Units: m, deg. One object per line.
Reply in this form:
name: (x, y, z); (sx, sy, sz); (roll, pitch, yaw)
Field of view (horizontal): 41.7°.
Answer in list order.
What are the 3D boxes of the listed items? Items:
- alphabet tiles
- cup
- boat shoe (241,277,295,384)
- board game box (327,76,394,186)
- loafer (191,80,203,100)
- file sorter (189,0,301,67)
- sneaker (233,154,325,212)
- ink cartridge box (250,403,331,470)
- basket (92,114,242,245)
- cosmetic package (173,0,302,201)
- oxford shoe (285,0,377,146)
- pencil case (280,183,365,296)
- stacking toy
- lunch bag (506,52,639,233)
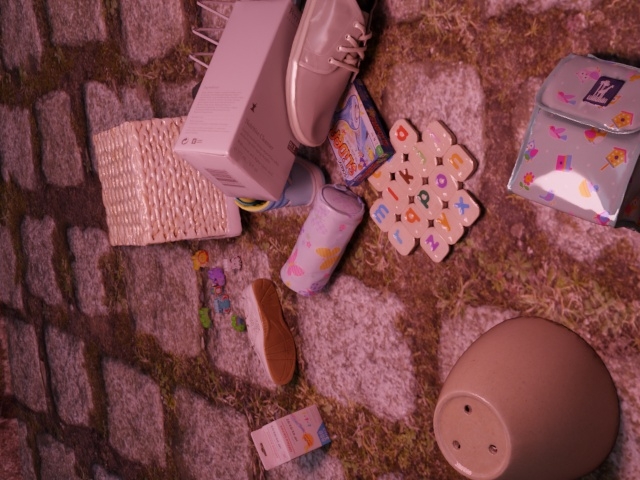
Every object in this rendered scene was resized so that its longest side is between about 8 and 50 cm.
alphabet tiles: (0.212, -0.106, 1.769); (0.278, 0.021, 0.284); (53, 131, 23)
cup: (0.349, 0.328, 1.572); (0.331, 0.237, 0.331); (12, 107, 43)
boat shoe: (-0.140, 0.240, 2.162); (0.096, 0.098, 0.277); (-28, 70, 46)
board game box: (0.074, -0.239, 1.851); (0.136, 0.035, 0.201); (-43, 61, 42)
loafer: (-0.253, -0.372, 2.140); (0.267, 0.084, 0.096); (15, 110, 43)
file sorter: (-0.181, -0.530, 1.967); (0.193, 0.173, 0.278); (35, 123, 36)
sneaker: (-0.158, -0.158, 1.994); (0.319, 0.208, 0.127); (24, 118, 47)
ink cartridge box: (-0.072, 0.486, 2.080); (0.061, 0.181, 0.104); (-37, 73, 44)
basket: (-0.399, -0.147, 2.172); (0.328, 0.266, 0.331); (-1, 98, 59)
cosmetic package: (-0.136, -0.301, 1.804); (0.156, 0.217, 0.385); (9, 71, 33)
oxford shoe: (0.036, -0.412, 1.758); (0.130, 0.169, 0.449); (20, 102, 29)
pencil case: (0.000, 0.000, 1.946); (0.273, 0.113, 0.124); (-65, 36, 32)
stacking toy: (-0.276, 0.139, 2.311); (0.167, 0.052, 0.221); (3, 103, 47)
lunch bag: (0.464, -0.169, 1.400); (0.223, 0.160, 0.262); (28, 107, 42)
